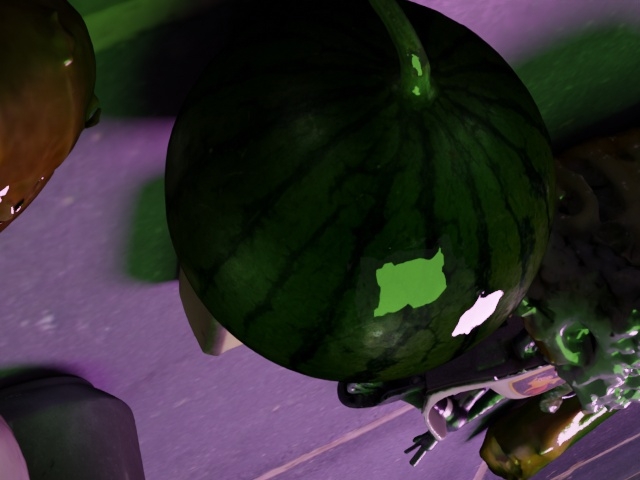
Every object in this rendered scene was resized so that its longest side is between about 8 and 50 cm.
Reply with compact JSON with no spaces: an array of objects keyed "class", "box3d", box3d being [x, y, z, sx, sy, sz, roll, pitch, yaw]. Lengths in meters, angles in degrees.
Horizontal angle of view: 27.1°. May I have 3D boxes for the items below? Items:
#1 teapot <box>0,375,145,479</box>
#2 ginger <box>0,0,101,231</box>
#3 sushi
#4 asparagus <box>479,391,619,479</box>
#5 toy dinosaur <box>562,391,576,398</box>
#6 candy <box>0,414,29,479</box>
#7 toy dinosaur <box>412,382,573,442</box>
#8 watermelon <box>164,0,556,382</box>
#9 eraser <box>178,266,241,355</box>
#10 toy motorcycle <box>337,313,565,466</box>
[{"class":"teapot","box3d":[-0.157,0.218,0.873,0.203,0.225,0.171,-7,149,-43]},{"class":"ginger","box3d":[-0.220,-0.015,0.478,0.309,0.107,0.133,-25,180,-16]},{"class":"sushi","box3d":[0.231,0.019,0.960,0.274,0.184,0.139,-15,141,-5]},{"class":"asparagus","box3d":[0.327,0.173,1.556,0.343,0.082,0.085,-37,153,14]},{"class":"toy dinosaur","box3d":[0.326,0.112,1.475,0.080,0.045,0.197,7,132,-36]},{"class":"candy","box3d":[-0.279,0.161,0.668,0.295,0.185,0.295,-24,141,-22]},{"class":"toy dinosaur","box3d":[0.280,0.046,1.229,0.447,0.087,0.301,-33,159,-12]},{"class":"watermelon","box3d":[0.023,-0.029,0.628,0.188,0.188,0.215,-18,161,-27]},{"class":"eraser","box3d":[0.000,0.000,0.825,0.172,0.058,0.117,-20,155,-22]},{"class":"toy motorcycle","box3d":[0.145,0.106,1.130,0.263,0.091,0.157,-19,138,15]}]
